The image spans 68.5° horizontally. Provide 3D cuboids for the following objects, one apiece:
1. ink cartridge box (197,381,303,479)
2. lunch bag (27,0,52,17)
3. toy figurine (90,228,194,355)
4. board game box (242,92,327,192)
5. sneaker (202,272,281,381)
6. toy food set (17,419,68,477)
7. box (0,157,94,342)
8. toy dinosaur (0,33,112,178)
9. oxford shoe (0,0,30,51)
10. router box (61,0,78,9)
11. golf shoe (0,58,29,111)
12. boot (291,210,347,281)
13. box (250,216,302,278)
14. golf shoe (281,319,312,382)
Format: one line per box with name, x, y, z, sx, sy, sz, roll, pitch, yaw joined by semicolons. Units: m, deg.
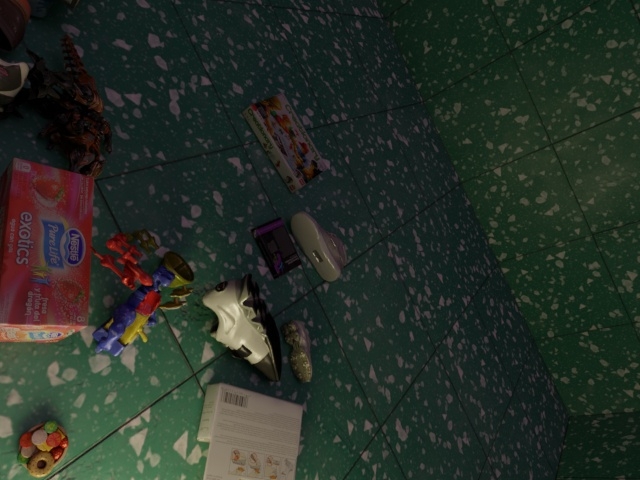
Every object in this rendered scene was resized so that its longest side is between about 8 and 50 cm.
ink cartridge box;-0.165;0.488;1.115;0.275;0.060;0.239;31;52;-37
lunch bag;-0.682;-0.627;1.049;0.176;0.090;0.219;16;60;-41
toy figurine;-0.404;0.125;0.972;0.191;0.217;0.362;38;2;-12
board game box;-0.112;-0.331;1.577;0.306;0.053;0.193;58;39;-10
sneaker;-0.192;0.233;1.182;0.122;0.146;0.331;-94;167;-61
toy food set;-0.491;0.366;0.833;0.083;0.020;0.083;57;40;-11
box;-0.521;0.026;0.863;0.142;0.154;0.300;13;61;-45
toy dinosaur;-0.555;-0.290;1.020;0.218;0.164;0.322;15;42;-61
oxford shoe;-0.735;-0.491;0.864;0.363;0.129;0.133;23;51;-47
router box;-0.626;-0.690;1.008;0.308;0.081;0.243;31;48;-33
golf shoe;-0.671;-0.357;0.838;0.273;0.105;0.120;43;80;-31
boot;0.000;0.000;1.529;0.259;0.095;0.123;62;32;-19
box;-0.130;0.021;1.407;0.116;0.029;0.162;-28;92;-50
golf shoe;-0.047;0.309;1.334;0.086;0.069;0.176;-1;74;-55
